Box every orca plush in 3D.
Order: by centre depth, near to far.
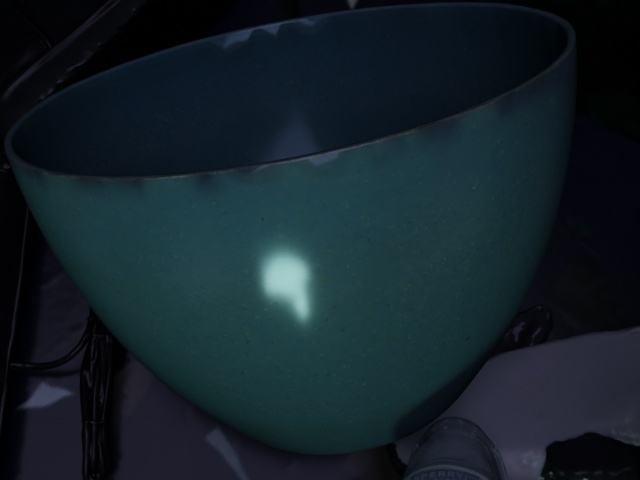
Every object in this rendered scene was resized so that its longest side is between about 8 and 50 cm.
[{"bbox_3d":[0.186,0.106,0.626,0.287,0.102,0.151,-30,35,-17],"label":"orca plush"}]

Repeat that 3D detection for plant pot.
[{"bbox_3d":[0.000,0.000,0.551,0.290,0.290,0.195,-14,113,-6],"label":"plant pot"}]

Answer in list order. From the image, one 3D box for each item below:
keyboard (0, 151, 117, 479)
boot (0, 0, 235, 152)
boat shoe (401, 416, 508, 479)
[{"bbox_3d":[-0.211,0.078,0.623,0.202,0.033,0.317,3,77,3],"label":"keyboard"},{"bbox_3d":[-0.185,-0.188,0.654,0.207,0.094,0.246,39,70,12],"label":"boot"},{"bbox_3d":[0.081,0.197,0.552,0.079,0.081,0.227,2,121,15],"label":"boat shoe"}]
